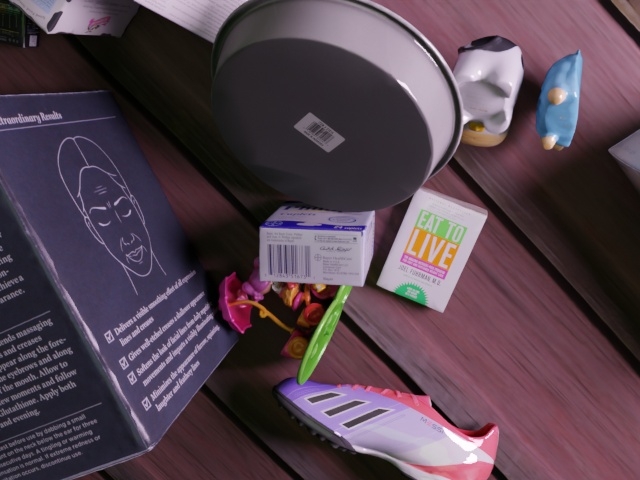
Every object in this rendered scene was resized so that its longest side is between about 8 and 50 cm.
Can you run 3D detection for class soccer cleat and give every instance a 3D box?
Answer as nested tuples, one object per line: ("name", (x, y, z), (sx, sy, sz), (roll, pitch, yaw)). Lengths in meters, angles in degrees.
("soccer cleat", (0.090, 0.248, 0.889), (0.318, 0.108, 0.116), (24, 87, 5))

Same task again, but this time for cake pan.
("cake pan", (0.006, -0.133, 0.703), (0.293, 0.054, 0.293), (15, 146, 10))

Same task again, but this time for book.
("book", (0.144, 0.011, 0.833), (0.096, 0.035, 0.144), (22, 111, 7))

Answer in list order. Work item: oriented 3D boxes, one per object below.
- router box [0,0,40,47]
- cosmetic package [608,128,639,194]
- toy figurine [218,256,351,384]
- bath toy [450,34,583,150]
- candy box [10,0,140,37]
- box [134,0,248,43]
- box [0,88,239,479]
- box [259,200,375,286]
("router box", (-0.427, -0.308, 0.827), (0.123, 0.038, 0.092), (14, 109, 5))
("cosmetic package", (0.468, 0.002, 0.704), (0.113, 0.160, 0.309), (-36, 97, 19))
("toy figurine", (-0.057, 0.080, 0.856), (0.159, 0.130, 0.173), (25, 88, 11))
("bath toy", (0.113, -0.189, 0.727), (0.349, 0.129, 0.151), (14, 147, 11))
("candy box", (-0.239, -0.330, 0.721), (0.070, 0.165, 0.196), (41, 109, -2))
("box", (-0.168, -0.276, 0.657), (0.067, 0.324, 0.063), (-49, 57, 21))
("box", (-0.313, 0.041, 0.772), (0.212, 0.293, 0.395), (-23, 98, 16))
("box", (0.000, 0.000, 0.796), (0.126, 0.137, 0.072), (3, 106, 9))
